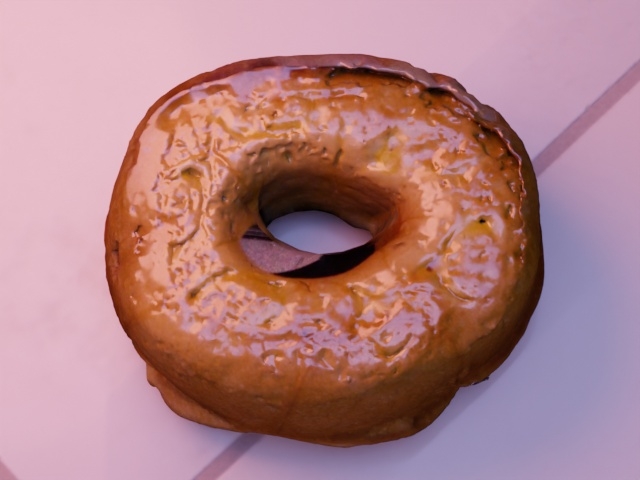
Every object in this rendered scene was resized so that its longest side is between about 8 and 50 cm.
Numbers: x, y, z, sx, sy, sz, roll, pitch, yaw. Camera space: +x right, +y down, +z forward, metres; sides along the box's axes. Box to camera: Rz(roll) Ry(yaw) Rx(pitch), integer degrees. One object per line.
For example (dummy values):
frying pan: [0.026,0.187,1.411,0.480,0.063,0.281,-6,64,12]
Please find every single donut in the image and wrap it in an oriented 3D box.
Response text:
donut: [0.000,0.000,1.164,0.317,0.150,0.299,-34,77,-7]
